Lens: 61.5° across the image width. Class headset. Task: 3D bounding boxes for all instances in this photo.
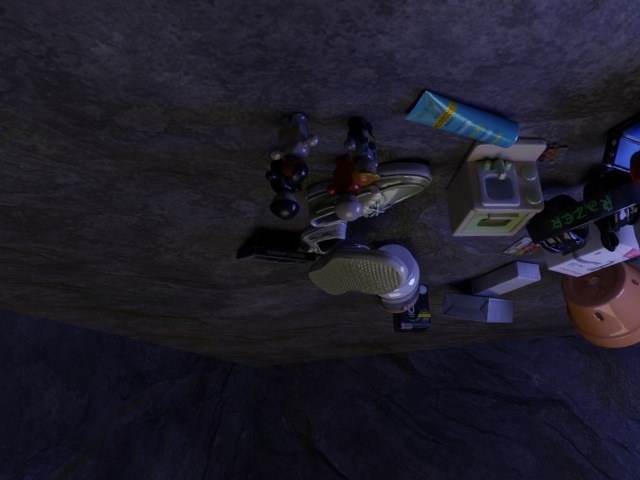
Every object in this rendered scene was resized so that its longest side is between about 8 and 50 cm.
[{"bbox_3d":[0.622,-0.040,1.234,0.243,0.185,0.394,-26,172,29],"label":"headset"}]

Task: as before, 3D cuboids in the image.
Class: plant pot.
[{"bbox_3d":[0.922,0.172,1.746,0.290,0.291,0.203,-20,134,39],"label":"plant pot"}]

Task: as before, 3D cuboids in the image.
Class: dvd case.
[{"bbox_3d":[-0.136,0.048,1.581,0.179,0.030,0.238,7,173,-20],"label":"dvd case"}]

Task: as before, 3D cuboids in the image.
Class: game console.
[{"bbox_3d":[0.634,-0.187,1.064,0.122,0.107,0.071,10,-176,-26],"label":"game console"}]

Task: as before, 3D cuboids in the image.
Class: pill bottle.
[{"bbox_3d":[0.231,0.120,1.688,0.162,0.162,0.278,-5,158,9],"label":"pill bottle"}]

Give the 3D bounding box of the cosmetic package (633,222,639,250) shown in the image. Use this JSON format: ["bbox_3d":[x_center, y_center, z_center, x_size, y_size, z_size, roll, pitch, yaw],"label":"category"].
[{"bbox_3d":[0.893,-0.046,1.321,0.183,0.151,0.151,-6,158,9],"label":"cosmetic package"}]

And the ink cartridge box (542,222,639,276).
[{"bbox_3d":[0.783,0.021,1.555,0.158,0.092,0.218,13,153,-32],"label":"ink cartridge box"}]

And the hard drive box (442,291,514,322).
[{"bbox_3d":[0.597,0.253,2.028,0.181,0.089,0.232,5,176,41],"label":"hard drive box"}]

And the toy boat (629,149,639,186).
[{"bbox_3d":[0.639,-0.204,0.953,0.151,0.151,0.231,43,133,-3],"label":"toy boat"}]

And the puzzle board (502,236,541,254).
[{"bbox_3d":[0.637,0.020,1.660,0.096,0.011,0.128,3,157,-11],"label":"puzzle board"}]

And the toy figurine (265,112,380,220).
[{"bbox_3d":[0.003,-0.133,1.051,0.213,0.148,0.209,4,158,-11],"label":"toy figurine"}]

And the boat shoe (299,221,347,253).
[{"bbox_3d":[0.000,0.000,1.483,0.083,0.076,0.226,8,157,-21],"label":"boat shoe"}]

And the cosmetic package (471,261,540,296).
[{"bbox_3d":[0.646,0.139,1.894,0.098,0.061,0.239,10,156,-22],"label":"cosmetic package"}]

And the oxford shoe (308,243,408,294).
[{"bbox_3d":[0.102,0.064,1.499,0.169,0.130,0.449,45,159,-12],"label":"oxford shoe"}]

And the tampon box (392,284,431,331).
[{"bbox_3d":[0.341,0.258,2.040,0.120,0.161,0.101,0,158,-8],"label":"tampon box"}]

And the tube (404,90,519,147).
[{"bbox_3d":[0.265,-0.222,0.991,0.207,0.052,0.080,12,146,-16],"label":"tube"}]

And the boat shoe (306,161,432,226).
[{"bbox_3d":[0.109,-0.097,1.221,0.302,0.094,0.109,-12,156,26],"label":"boat shoe"}]

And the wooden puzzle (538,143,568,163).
[{"bbox_3d":[0.494,-0.184,1.143,0.049,0.006,0.083,-4,158,8],"label":"wooden puzzle"}]

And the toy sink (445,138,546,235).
[{"bbox_3d":[0.383,-0.104,1.171,0.152,0.131,0.234,0,158,-4],"label":"toy sink"}]
